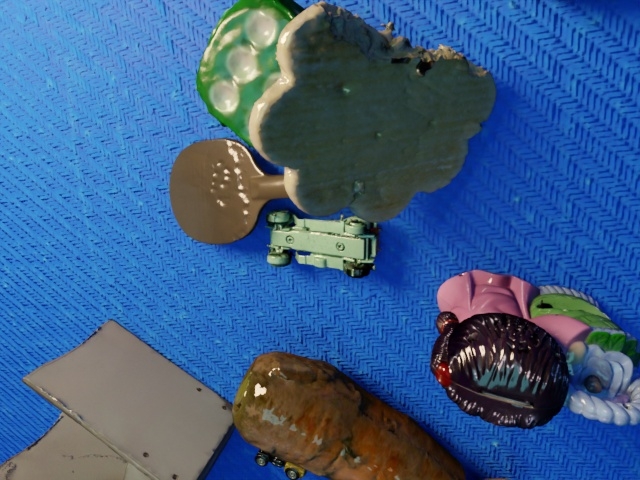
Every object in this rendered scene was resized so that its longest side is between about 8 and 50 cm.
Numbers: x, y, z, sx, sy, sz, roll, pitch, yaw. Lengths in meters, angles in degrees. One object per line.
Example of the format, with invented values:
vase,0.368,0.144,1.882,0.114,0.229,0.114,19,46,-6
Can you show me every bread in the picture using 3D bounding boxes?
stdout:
bread,0.050,-0.102,0.427,0.039,0.250,0.182,53,130,43

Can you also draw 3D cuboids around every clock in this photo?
clock,0.208,0.107,0.450,0.193,0.195,0.100,10,109,15

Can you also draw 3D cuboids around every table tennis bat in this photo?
table tennis bat,-0.098,-0.060,0.548,0.234,0.022,0.131,0,96,31

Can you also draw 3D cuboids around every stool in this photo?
stool,-0.307,0.313,0.696,0.269,0.170,0.244,36,115,2

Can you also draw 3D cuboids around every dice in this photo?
dice,-0.040,-0.164,0.466,0.131,0.120,0.128,41,115,-2

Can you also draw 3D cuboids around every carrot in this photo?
carrot,0.031,0.251,0.593,0.301,0.139,0.139,34,116,-5

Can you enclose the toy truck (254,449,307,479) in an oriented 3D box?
toy truck,-0.050,0.315,0.684,0.083,0.049,0.054,17,112,12

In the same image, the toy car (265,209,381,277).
toy car,0.000,0.000,0.551,0.143,0.054,0.073,5,110,23

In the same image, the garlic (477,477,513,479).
garlic,0.207,0.353,0.568,0.128,0.148,0.267,37,109,8
